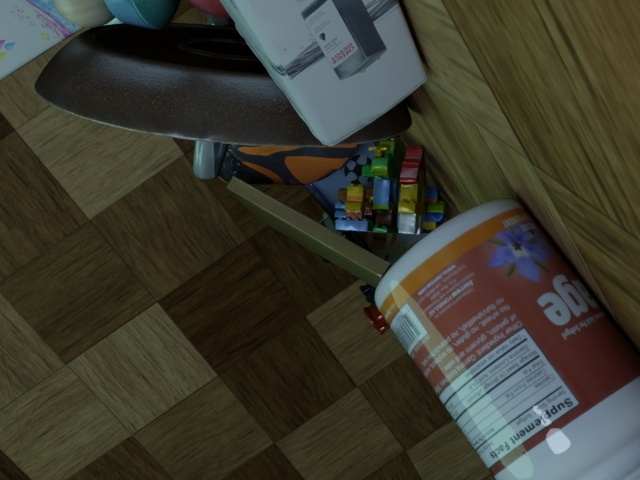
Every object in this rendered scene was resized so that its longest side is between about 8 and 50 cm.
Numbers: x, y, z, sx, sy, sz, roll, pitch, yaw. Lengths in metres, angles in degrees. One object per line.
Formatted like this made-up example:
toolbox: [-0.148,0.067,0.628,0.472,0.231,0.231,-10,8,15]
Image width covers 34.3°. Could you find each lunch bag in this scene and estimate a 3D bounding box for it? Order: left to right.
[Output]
lunch bag: [0.031,-0.094,1.323,0.303,0.115,0.243,55,-177,13]

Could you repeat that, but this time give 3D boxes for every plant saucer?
plant saucer: [-0.076,-0.138,0.859,0.310,0.311,0.050,-123,37,-65]

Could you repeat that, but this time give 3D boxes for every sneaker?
sneaker: [-0.033,-0.184,1.098,0.321,0.180,0.124,103,172,-50]

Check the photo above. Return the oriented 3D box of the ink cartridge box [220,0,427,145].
ink cartridge box: [-0.029,-0.182,0.648,0.158,0.092,0.218,56,180,31]

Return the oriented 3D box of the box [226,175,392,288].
box: [0.000,0.000,1.172,0.201,0.021,0.164,31,175,15]

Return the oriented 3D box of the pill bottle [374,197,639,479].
pill bottle: [0.141,0.088,0.675,0.216,0.121,0.121,55,-179,16]

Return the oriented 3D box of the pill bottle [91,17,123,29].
pill bottle: [-0.259,-0.421,1.127,0.363,0.210,0.210,56,-179,-16]

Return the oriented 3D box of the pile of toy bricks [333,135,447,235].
pile of toy bricks: [0.070,-0.059,1.055,0.212,0.118,0.105,4,-90,-76]

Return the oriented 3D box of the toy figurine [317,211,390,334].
toy figurine: [0.095,0.013,1.565,0.213,0.148,0.209,53,-173,-5]

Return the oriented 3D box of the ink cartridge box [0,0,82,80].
ink cartridge box: [-0.274,-0.304,0.998,0.207,0.354,0.119,55,-154,-19]

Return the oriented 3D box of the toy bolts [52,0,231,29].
toy bolts: [-0.167,-0.260,0.776,0.228,0.159,0.218,51,-148,-57]
